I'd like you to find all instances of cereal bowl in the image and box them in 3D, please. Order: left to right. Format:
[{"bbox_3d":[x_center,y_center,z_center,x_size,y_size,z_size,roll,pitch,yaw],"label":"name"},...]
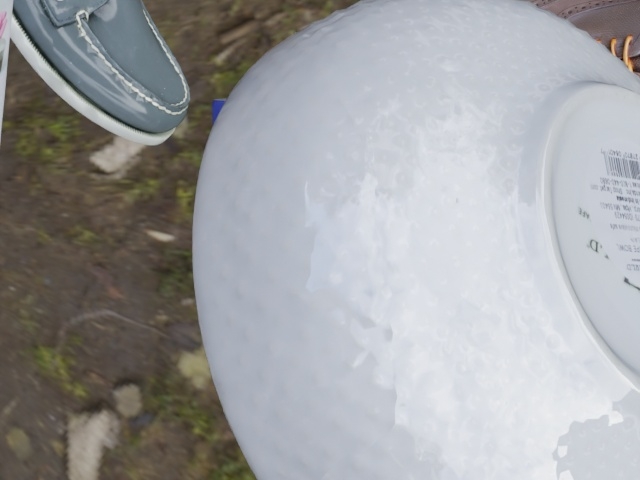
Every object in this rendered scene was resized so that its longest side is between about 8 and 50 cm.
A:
[{"bbox_3d":[0.108,0.022,0.778,0.339,0.141,0.339,18,62,-38],"label":"cereal bowl"}]

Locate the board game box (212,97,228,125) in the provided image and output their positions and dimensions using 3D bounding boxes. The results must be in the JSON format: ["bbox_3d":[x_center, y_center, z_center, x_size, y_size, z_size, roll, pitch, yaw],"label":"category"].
[{"bbox_3d":[0.000,0.000,1.766,0.066,0.318,0.318,-9,101,-39],"label":"board game box"}]

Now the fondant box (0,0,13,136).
[{"bbox_3d":[-0.233,-0.027,0.657,0.096,0.238,0.330,21,121,12],"label":"fondant box"}]

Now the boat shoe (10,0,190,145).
[{"bbox_3d":[-0.177,-0.204,1.081,0.099,0.116,0.319,-25,115,24],"label":"boat shoe"}]

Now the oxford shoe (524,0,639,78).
[{"bbox_3d":[0.255,-0.178,1.434,0.363,0.133,0.130,-11,104,4],"label":"oxford shoe"}]
